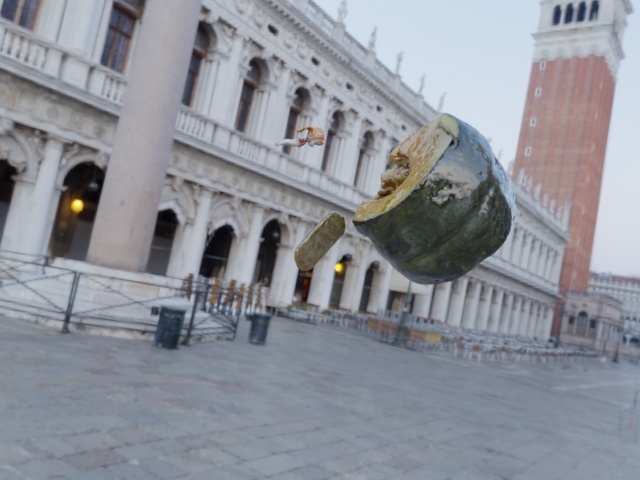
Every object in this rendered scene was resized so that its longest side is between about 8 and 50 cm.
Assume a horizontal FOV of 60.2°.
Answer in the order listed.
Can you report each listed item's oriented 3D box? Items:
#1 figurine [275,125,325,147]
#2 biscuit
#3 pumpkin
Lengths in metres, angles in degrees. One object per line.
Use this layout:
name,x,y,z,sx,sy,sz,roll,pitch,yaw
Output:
figurine,-0.043,-0.221,1.192,0.109,0.047,0.064,-13,9,-16
biscuit,0.000,0.000,1.117,0.018,0.147,0.071,22,-29,44
pumpkin,0.233,-0.074,1.097,0.225,0.303,0.256,38,-23,-26
